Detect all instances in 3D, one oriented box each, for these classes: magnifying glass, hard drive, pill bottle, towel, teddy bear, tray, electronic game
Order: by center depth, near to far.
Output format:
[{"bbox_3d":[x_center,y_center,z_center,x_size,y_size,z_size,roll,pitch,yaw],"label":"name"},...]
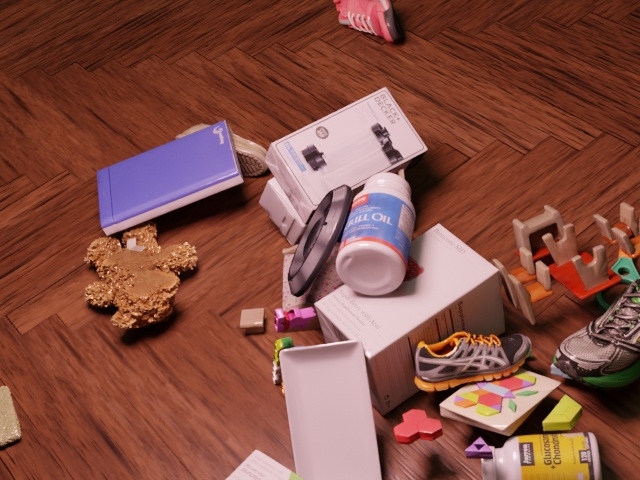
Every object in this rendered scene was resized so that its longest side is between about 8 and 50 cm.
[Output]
[{"bbox_3d":[0.353,0.364,1.601,0.184,0.103,0.103,-5,45,10],"label":"pill bottle"},{"bbox_3d":[0.020,0.309,1.692,0.145,0.270,0.030,-8,0,6],"label":"tray"},{"bbox_3d":[0.104,-0.019,1.790,0.124,0.124,0.221,-1,41,14],"label":"pill bottle"},{"bbox_3d":[0.000,0.000,1.857,0.048,0.229,0.229,25,48,-9],"label":"electronic game"},{"bbox_3d":[0.581,0.055,1.905,0.092,0.026,0.231,5,47,20],"label":"magnifying glass"},{"bbox_3d":[-0.642,0.352,1.936,0.110,0.027,0.148,-25,44,-12],"label":"towel"},{"bbox_3d":[-0.384,0.075,2.104,0.245,0.113,0.338,-33,39,-27],"label":"teddy bear"},{"bbox_3d":[-0.338,-0.142,2.211,0.318,0.040,0.210,-21,41,3],"label":"hard drive"}]

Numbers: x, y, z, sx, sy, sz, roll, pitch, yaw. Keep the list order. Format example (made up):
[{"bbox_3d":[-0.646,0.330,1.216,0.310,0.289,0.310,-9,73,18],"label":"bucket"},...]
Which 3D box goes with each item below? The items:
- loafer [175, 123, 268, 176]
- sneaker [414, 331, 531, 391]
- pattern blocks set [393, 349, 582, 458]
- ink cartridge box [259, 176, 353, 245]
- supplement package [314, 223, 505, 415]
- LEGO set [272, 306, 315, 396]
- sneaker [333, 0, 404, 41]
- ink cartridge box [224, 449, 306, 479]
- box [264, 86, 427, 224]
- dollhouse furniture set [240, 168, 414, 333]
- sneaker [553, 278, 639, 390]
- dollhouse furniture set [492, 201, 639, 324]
[{"bbox_3d":[-0.223,-0.227,2.347,0.268,0.102,0.092,18,59,30],"label":"loafer"},{"bbox_3d":[0.263,0.195,1.724,0.214,0.083,0.084,-15,18,-11],"label":"sneaker"},{"bbox_3d":[0.300,0.264,1.687,0.285,0.026,0.325,6,27,31],"label":"pattern blocks set"},{"bbox_3d":[-0.020,-0.099,2.113,0.176,0.128,0.127,-36,81,-22],"label":"ink cartridge box"},{"bbox_3d":[0.167,0.140,1.823,0.293,0.175,0.177,-32,46,-17],"label":"supplement package"},{"bbox_3d":[-0.029,0.211,1.792,0.093,0.227,0.087,-12,55,-14],"label":"LEGO set"},{"bbox_3d":[0.122,-0.588,2.630,0.136,0.116,0.314,-27,38,3],"label":"sneaker"},{"bbox_3d":[-0.116,0.493,1.570,0.273,0.115,0.198,-42,39,-25],"label":"ink cartridge box"},{"bbox_3d":[0.052,-0.176,2.040,0.290,0.087,0.169,-27,78,-21],"label":"box"},{"bbox_3d":[0.008,0.005,2.003,0.355,0.174,0.303,-7,44,8],"label":"dollhouse furniture set"},{"bbox_3d":[0.530,0.136,1.713,0.343,0.146,0.134,-27,41,-29],"label":"sneaker"},{"bbox_3d":[0.451,0.041,1.809,0.262,0.135,0.259,-24,22,-3],"label":"dollhouse furniture set"}]
